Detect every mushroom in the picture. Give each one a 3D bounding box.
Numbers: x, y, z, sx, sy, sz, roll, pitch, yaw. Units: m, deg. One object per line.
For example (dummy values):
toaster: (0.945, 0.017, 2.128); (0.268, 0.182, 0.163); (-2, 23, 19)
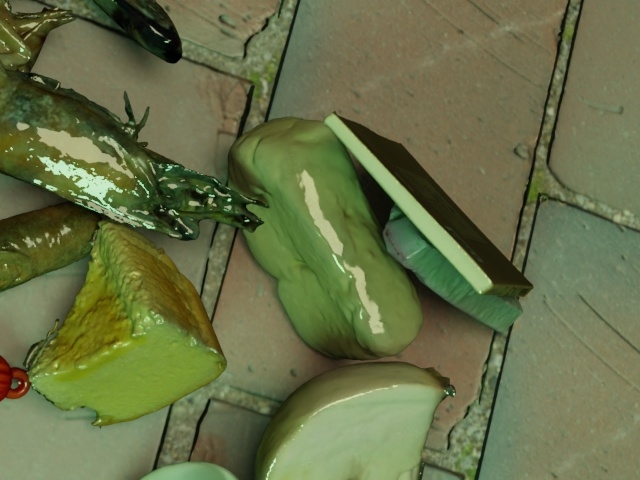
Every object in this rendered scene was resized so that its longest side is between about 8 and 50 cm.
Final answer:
mushroom: (-0.003, 0.212, 1.550); (0.173, 0.162, 0.236); (6, 107, -24)

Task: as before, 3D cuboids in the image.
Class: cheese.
cheese: (0.001, -0.001, 1.589); (0.093, 0.159, 0.263); (-32, 96, -30)

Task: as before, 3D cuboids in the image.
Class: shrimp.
shrimp: (-0.229, -0.156, 1.541); (0.445, 0.085, 0.272); (33, 69, -2)

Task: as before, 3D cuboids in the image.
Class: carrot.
carrot: (-0.365, 0.032, 1.483); (0.342, 0.070, 0.070); (-18, 88, -22)

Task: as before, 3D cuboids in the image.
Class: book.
book: (0.114, -0.028, 1.550); (0.021, 0.310, 0.217); (-44, 78, 9)

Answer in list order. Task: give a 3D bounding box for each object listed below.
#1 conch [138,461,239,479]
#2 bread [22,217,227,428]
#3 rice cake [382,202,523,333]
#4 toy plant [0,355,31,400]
conch: (-0.125, 0.325, 1.501); (0.185, 0.121, 0.221); (8, 71, -21)
bread: (-0.199, 0.088, 1.518); (0.160, 0.169, 0.140); (-41, 135, 12)
rice cake: (0.134, 0.031, 1.612); (0.051, 0.290, 0.081); (-32, 63, 15)
toy plant: (-0.392, 0.128, 1.438); (0.240, 0.088, 0.154); (42, 80, -36)
